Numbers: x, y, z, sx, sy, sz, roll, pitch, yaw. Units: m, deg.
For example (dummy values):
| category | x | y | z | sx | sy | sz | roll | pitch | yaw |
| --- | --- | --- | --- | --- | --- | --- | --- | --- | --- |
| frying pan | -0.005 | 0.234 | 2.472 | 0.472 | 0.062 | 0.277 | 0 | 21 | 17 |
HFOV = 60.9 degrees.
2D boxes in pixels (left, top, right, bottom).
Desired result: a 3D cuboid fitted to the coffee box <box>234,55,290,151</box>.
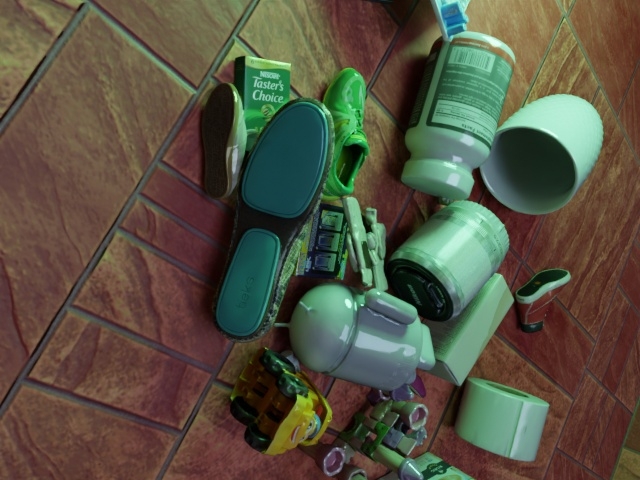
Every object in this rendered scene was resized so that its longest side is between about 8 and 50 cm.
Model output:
| category | x | y | z | sx | sy | sz | roll | pitch | yaw |
| --- | --- | --- | --- | --- | --- | --- | --- | --- | --- |
| coffee box | -0.116 | -0.267 | 1.089 | 0.113 | 0.040 | 0.184 | -2 | 100 | -39 |

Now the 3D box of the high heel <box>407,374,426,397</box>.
| category | x | y | z | sx | sy | sz | roll | pitch | yaw |
| --- | --- | --- | --- | --- | --- | --- | --- | --- | --- |
| high heel | 0.242 | 0.316 | 1.462 | 0.117 | 0.082 | 0.244 | -44 | 110 | -13 |

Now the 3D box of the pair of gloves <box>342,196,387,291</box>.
| category | x | y | z | sx | sy | sz | roll | pitch | yaw |
| --- | --- | --- | --- | --- | --- | --- | --- | --- | --- |
| pair of gloves | 0.114 | 0.013 | 1.241 | 0.240 | 0.042 | 0.204 | 22 | 61 | -67 |

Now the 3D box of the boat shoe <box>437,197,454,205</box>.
| category | x | y | z | sx | sy | sz | roll | pitch | yaw |
| --- | --- | --- | --- | --- | --- | --- | --- | --- | --- |
| boat shoe | 0.330 | -0.171 | 1.475 | 0.056 | 0.048 | 0.152 | -13 | 101 | -13 |

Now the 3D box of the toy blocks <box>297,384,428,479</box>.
| category | x | y | z | sx | sy | sz | roll | pitch | yaw |
| --- | --- | --- | --- | --- | --- | --- | --- | --- | --- |
| toy blocks | 0.166 | 0.509 | 1.317 | 0.288 | 0.260 | 0.308 | -48 | 124 | -23 |

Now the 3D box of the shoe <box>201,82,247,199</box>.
| category | x | y | z | sx | sy | sz | roll | pitch | yaw |
| --- | --- | --- | --- | --- | --- | --- | --- | --- | --- |
| shoe | -0.182 | -0.187 | 1.039 | 0.058 | 0.077 | 0.218 | -15 | 114 | -65 |

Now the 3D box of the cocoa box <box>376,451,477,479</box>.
| category | x | y | z | sx | sy | sz | roll | pitch | yaw |
| --- | --- | --- | --- | --- | --- | --- | --- | --- | --- |
| cocoa box | 0.261 | 0.776 | 1.462 | 0.347 | 0.228 | 0.231 | -8 | 103 | -38 |

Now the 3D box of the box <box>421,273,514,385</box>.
| category | x | y | z | sx | sy | sz | roll | pitch | yaw |
| --- | --- | --- | --- | --- | --- | --- | --- | --- | --- |
| box | 0.393 | 0.233 | 1.530 | 0.311 | 0.148 | 0.121 | -49 | 125 | -20 |

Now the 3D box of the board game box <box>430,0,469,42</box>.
| category | x | y | z | sx | sy | sz | roll | pitch | yaw |
| --- | --- | --- | --- | --- | --- | --- | --- | --- | --- |
| board game box | 0.276 | -0.699 | 1.224 | 0.389 | 0.050 | 0.390 | 61 | 36 | -28 |

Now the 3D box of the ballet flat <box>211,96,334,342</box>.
| category | x | y | z | sx | sy | sz | roll | pitch | yaw |
| --- | --- | --- | --- | --- | --- | --- | --- | --- | --- |
| ballet flat | -0.090 | -0.037 | 1.079 | 0.182 | 0.164 | 0.482 | -16 | 124 | -81 |

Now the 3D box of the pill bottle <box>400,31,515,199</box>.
| category | x | y | z | sx | sy | sz | roll | pitch | yaw |
| --- | --- | --- | --- | --- | --- | --- | --- | --- | --- |
| pill bottle | 0.328 | -0.298 | 1.338 | 0.210 | 0.210 | 0.362 | 20 | 86 | -40 |

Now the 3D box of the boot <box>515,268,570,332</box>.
| category | x | y | z | sx | sy | sz | roll | pitch | yaw |
| --- | --- | --- | --- | --- | --- | --- | --- | --- | --- |
| boot | 0.770 | 0.213 | 1.874 | 0.244 | 0.088 | 0.176 | -26 | 114 | -24 |

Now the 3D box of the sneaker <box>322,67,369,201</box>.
| category | x | y | z | sx | sy | sz | roll | pitch | yaw |
| --- | --- | --- | --- | --- | --- | --- | --- | --- | --- |
| sneaker | 0.064 | -0.227 | 1.187 | 0.110 | 0.124 | 0.295 | 11 | 87 | -40 |

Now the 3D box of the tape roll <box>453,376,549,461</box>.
| category | x | y | z | sx | sy | sz | roll | pitch | yaw |
| --- | --- | --- | --- | --- | --- | --- | --- | --- | --- |
| tape roll | 0.541 | 0.530 | 1.638 | 0.246 | 0.246 | 0.169 | 19 | 85 | -40 |

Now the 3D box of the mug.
| category | x | y | z | sx | sy | sz | roll | pitch | yaw |
| --- | --- | --- | --- | --- | --- | --- | --- | --- | --- |
| mug | 0.656 | -0.241 | 1.608 | 0.328 | 0.276 | 0.374 | -41 | 152 | -35 |

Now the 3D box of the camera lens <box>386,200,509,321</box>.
| category | x | y | z | sx | sy | sz | roll | pitch | yaw |
| --- | --- | --- | --- | --- | --- | --- | --- | --- | --- |
| camera lens | 0.320 | 0.054 | 1.387 | 0.274 | 0.219 | 0.219 | -41 | 121 | -27 |

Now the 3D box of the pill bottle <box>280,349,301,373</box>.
| category | x | y | z | sx | sy | sz | roll | pitch | yaw |
| --- | --- | --- | --- | --- | --- | --- | --- | --- | --- |
| pill bottle | -0.067 | 0.290 | 1.227 | 0.043 | 0.043 | 0.083 | -26 | 113 | -33 |

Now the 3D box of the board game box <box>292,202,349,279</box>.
| category | x | y | z | sx | sy | sz | roll | pitch | yaw |
| --- | --- | --- | --- | --- | --- | --- | --- | --- | --- |
| board game box | 0.000 | 0.000 | 1.228 | 0.141 | 0.048 | 0.170 | 9 | 92 | -38 |

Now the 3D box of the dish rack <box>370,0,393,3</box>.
| category | x | y | z | sx | sy | sz | roll | pitch | yaw |
| --- | --- | --- | --- | --- | --- | --- | --- | --- | --- |
| dish rack | 0.111 | -0.674 | 1.186 | 0.208 | 0.074 | 0.271 | -12 | 103 | -39 |

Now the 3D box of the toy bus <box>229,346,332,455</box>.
| category | x | y | z | sx | sy | sz | roll | pitch | yaw |
| --- | --- | --- | --- | --- | --- | --- | --- | --- | --- |
| toy bus | -0.053 | 0.347 | 1.112 | 0.211 | 0.220 | 0.149 | 33 | 90 | -29 |

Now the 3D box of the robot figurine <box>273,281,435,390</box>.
| category | x | y | z | sx | sy | sz | roll | pitch | yaw |
| --- | --- | --- | --- | --- | --- | --- | --- | --- | --- |
| robot figurine | 0.082 | 0.210 | 1.202 | 0.354 | 0.199 | 0.300 | 20 | 129 | -21 |
